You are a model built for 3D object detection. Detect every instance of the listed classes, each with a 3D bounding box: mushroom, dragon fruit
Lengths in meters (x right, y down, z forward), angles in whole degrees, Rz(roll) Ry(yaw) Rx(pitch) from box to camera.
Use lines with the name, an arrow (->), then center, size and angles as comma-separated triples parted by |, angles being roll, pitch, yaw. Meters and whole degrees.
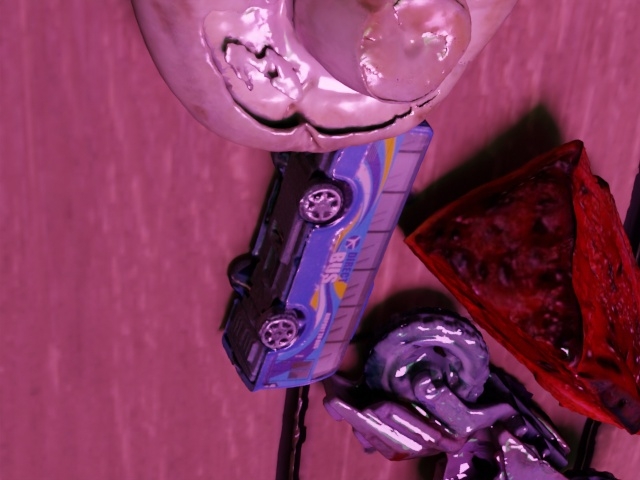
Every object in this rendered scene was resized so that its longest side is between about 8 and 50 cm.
mushroom -> 0.006, -0.098, 0.458 | 0.154, 0.122, 0.154 | -14, 133, -15
dragon fruit -> 0.145, 0.037, 0.610 | 0.092, 0.122, 0.192 | -47, 125, -4

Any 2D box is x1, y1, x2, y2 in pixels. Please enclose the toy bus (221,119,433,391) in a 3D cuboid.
toy bus -> 0.000, 0.000, 0.569 | 0.061, 0.051, 0.153 | 3, 122, -29

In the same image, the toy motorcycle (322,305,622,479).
toy motorcycle -> 0.080, 0.126, 0.673 | 0.122, 0.082, 0.213 | -39, 116, 10
